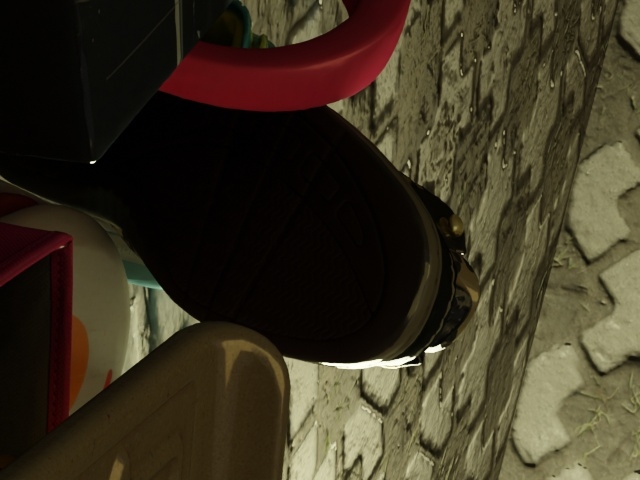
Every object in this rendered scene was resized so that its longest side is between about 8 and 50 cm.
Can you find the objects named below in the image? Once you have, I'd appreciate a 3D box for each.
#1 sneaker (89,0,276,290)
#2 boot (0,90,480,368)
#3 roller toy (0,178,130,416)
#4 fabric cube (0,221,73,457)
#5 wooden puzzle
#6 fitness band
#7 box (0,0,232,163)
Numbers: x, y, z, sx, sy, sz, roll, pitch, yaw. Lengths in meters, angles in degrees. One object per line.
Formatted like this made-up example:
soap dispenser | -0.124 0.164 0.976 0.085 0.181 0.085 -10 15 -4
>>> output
sneaker | -0.063 -0.076 1.487 0.319 0.127 0.208 -14 116 -72
boot | 0.000 0.000 1.201 0.284 0.377 0.138 25 88 -46
roller toy | -0.208 0.052 1.075 0.209 0.146 0.191 -54 151 -30
fabric cube | -0.267 0.126 0.757 0.254 0.258 0.259 -45 143 -62
wooden puzzle | -0.130 0.219 0.704 0.348 0.080 0.322 -32 131 -60
fitness band | -0.087 -0.169 1.088 0.209 0.291 0.054 -32 150 -49
box | -0.119 -0.255 0.846 0.343 0.179 0.312 -58 152 -52
